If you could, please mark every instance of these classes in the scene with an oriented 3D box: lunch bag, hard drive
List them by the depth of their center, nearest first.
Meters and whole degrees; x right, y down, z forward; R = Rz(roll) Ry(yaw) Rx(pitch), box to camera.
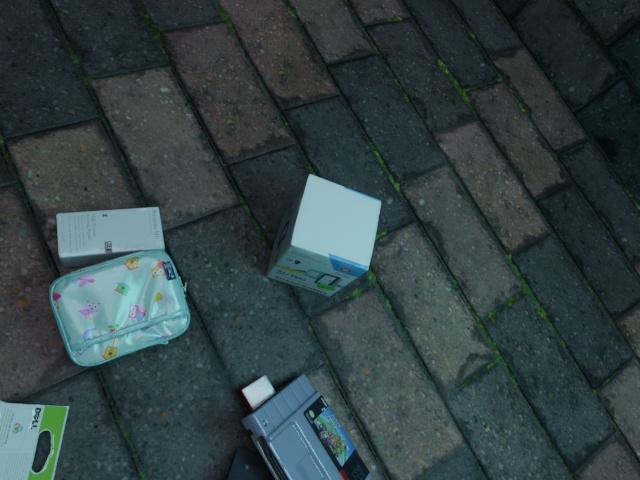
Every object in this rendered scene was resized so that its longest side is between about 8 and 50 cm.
[{"bbox_3d":[-0.101,0.581,1.014,0.254,0.054,0.172,34,23,-9],"label":"hard drive"},{"bbox_3d":[-0.443,0.151,1.067,0.279,0.108,0.224,-18,90,-24],"label":"lunch bag"}]

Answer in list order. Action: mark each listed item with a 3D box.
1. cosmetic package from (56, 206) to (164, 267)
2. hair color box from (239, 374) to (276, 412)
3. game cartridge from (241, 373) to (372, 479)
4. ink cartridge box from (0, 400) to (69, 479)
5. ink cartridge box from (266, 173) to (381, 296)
[{"bbox_3d":[-0.507,-0.009,1.144,0.231,0.085,0.117,-8,72,-21],"label":"cosmetic package"},{"bbox_3d":[-0.129,0.405,1.130,0.072,0.043,0.141,-27,79,-28],"label":"hair color box"},{"bbox_3d":[-0.007,0.502,1.066,0.355,0.068,0.230,57,33,8],"label":"game cartridge"},{"bbox_3d":[-0.660,0.413,0.916,0.255,0.097,0.189,28,55,-47],"label":"ink cartridge box"},{"bbox_3d":[0.000,0.000,1.217,0.198,0.270,0.197,19,65,-12],"label":"ink cartridge box"}]
